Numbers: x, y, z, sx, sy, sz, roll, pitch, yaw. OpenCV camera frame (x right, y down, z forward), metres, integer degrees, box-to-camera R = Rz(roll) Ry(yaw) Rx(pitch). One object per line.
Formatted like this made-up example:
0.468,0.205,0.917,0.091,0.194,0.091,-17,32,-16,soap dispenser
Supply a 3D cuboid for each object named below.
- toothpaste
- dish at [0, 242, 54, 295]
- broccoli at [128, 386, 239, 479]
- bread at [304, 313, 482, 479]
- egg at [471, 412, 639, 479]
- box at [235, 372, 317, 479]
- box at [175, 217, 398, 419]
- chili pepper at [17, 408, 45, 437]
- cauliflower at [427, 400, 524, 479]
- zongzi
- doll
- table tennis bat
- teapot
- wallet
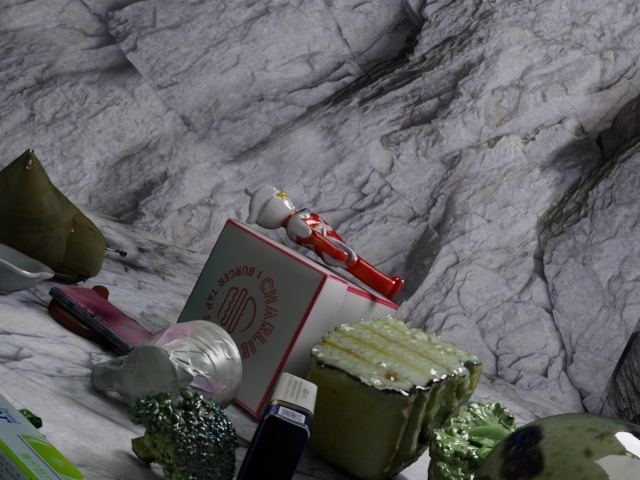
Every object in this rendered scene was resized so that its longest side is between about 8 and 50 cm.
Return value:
-0.367,0.238,0.928,0.336,0.067,0.081,28,2,37,toothpaste
-0.648,0.055,1.618,0.229,0.081,0.229,24,-1,0,dish
-0.193,0.281,1.117,0.160,0.154,0.167,-22,-27,33,broccoli
0.099,0.308,1.516,0.239,0.264,0.395,29,19,27,bread
0.363,0.405,1.120,0.345,0.345,0.428,25,3,3,egg
-0.067,0.301,1.196,0.071,0.168,0.259,23,4,-1,box
-0.077,0.181,1.735,0.312,0.314,0.300,27,2,38,box
-0.380,0.243,1.049,0.055,0.035,0.118,37,-10,-19,chili pepper
0.318,0.409,1.437,0.272,0.250,0.275,10,51,-57,cauliflower
-0.555,-0.032,1.820,0.447,0.181,0.418,22,-36,-38,zongzi
0.000,0.000,1.734,0.384,0.099,0.188,31,0,-2,doll
-0.469,0.155,1.726,0.200,0.038,0.310,24,7,-18,table tennis bat
-0.259,0.206,1.357,0.221,0.163,0.178,27,11,25,teapot
-0.421,0.157,1.628,0.232,0.025,0.119,31,8,24,wallet
